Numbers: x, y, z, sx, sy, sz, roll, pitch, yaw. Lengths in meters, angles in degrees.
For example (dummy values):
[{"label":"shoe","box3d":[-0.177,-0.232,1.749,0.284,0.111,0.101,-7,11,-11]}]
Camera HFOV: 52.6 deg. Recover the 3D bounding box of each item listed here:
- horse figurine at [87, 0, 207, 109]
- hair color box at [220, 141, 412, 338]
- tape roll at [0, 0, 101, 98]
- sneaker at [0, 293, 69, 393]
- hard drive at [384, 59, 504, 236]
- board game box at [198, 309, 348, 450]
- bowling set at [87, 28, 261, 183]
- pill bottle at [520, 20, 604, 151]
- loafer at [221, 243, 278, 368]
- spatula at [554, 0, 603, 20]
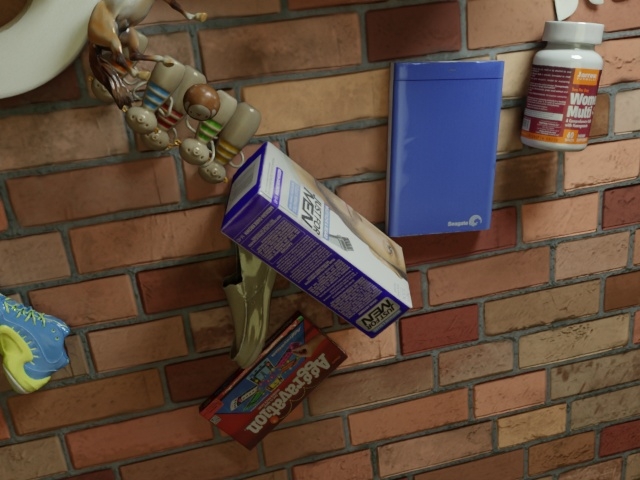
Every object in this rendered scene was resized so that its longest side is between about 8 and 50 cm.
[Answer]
[{"label":"horse figurine","box3d":[-0.264,-0.330,0.948,0.174,0.066,0.263,33,89,19]},{"label":"hair color box","box3d":[0.000,0.000,1.123,0.339,0.185,0.110,38,116,-23]},{"label":"tape roll","box3d":[-0.514,-0.399,0.932,0.391,0.072,0.392,-4,110,-12]},{"label":"sneaker","box3d":[-0.516,0.141,1.123,0.126,0.091,0.240,-27,114,-23]},{"label":"hard drive","box3d":[0.228,-0.169,1.209,0.210,0.040,0.319,-4,109,-13]},{"label":"board game box","box3d":[-0.093,0.283,1.295,0.281,0.027,0.145,-45,114,4]},{"label":"bowling set","box3d":[-0.231,-0.194,1.010,0.287,0.200,0.154,31,100,-17]},{"label":"pill bottle","box3d":[0.442,-0.280,1.179,0.121,0.121,0.221,0,109,-14]},{"label":"loafer","box3d":[-0.138,0.102,1.187,0.092,0.102,0.269,9,97,-15]},{"label":"spatula","box3d":[0.479,-0.539,1.158,0.168,0.019,0.242,-19,111,-1]}]
